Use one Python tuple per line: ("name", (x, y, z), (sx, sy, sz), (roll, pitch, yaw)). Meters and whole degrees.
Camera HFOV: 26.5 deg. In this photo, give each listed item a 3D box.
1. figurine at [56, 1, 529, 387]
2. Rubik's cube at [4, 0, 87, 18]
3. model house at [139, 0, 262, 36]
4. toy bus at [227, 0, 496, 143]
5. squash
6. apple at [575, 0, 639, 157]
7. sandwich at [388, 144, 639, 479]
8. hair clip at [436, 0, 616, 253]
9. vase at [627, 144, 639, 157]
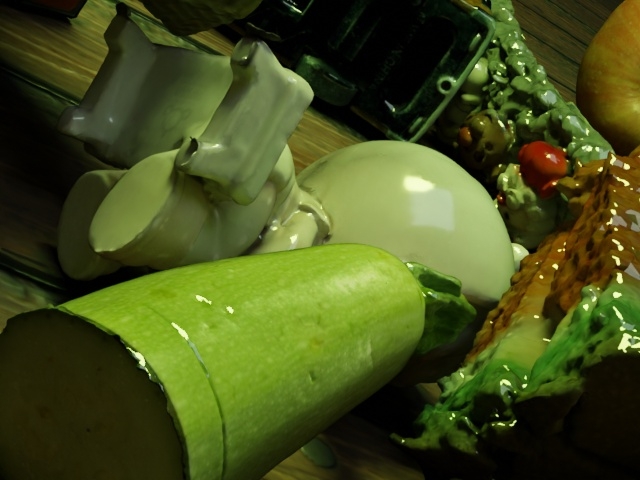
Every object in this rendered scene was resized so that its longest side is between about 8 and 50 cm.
("figurine", (0.000, -0.009, 0.683), (0.256, 0.182, 0.144), (29, 63, -39))
("Rubik's cube", (-0.202, -0.251, 0.816), (0.160, 0.163, 0.162), (5, 41, -55))
("model house", (-0.095, -0.199, 0.637), (0.189, 0.195, 0.214), (44, -3, 23))
("toy bus", (-0.001, -0.210, 1.096), (0.275, 0.138, 0.167), (34, 19, -5))
("squash", (-0.010, 0.045, 0.516), (0.224, 0.094, 0.094), (-17, 56, -48))
("apple", (0.423, -0.176, 1.584), (0.242, 0.242, 0.241), (41, 19, 9))
("sandwich", (0.190, 0.054, 0.624), (0.292, 0.109, 0.212), (25, 43, -11))
("hair clip", (0.147, -0.093, 1.130), (0.091, 0.138, 0.321), (-2, 35, -14))
("vase", (0.276, 0.083, 0.826), (0.291, 0.245, 0.245), (34, 19, 15))
